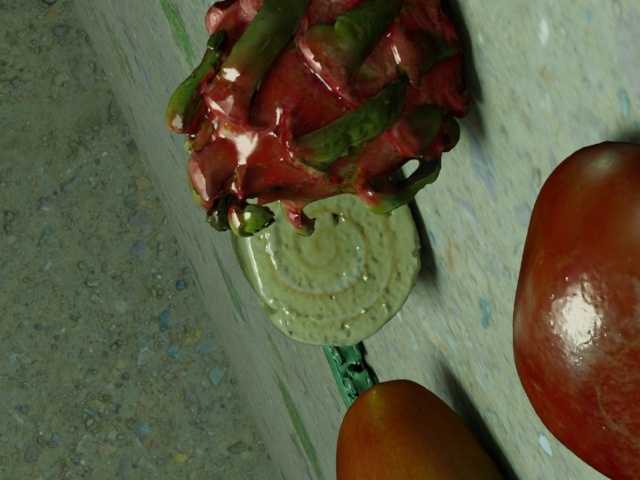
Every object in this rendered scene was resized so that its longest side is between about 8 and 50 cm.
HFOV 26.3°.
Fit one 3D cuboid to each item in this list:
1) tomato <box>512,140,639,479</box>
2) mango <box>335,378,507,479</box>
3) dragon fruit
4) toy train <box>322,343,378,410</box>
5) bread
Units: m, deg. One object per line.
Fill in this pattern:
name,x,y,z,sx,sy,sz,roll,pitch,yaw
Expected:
tomato,0.129,0.040,0.620,0.166,0.082,0.174,-131,19,-64
mango,0.105,0.237,1.067,0.289,0.129,0.146,50,149,32
dragon fruit,-0.006,-0.083,0.802,0.166,0.172,0.160,83,162,-60
toy train,0.031,0.134,1.478,0.071,0.038,0.148,-144,32,-77
bread,0.000,0.000,1.071,0.141,0.134,0.148,-146,45,-80
